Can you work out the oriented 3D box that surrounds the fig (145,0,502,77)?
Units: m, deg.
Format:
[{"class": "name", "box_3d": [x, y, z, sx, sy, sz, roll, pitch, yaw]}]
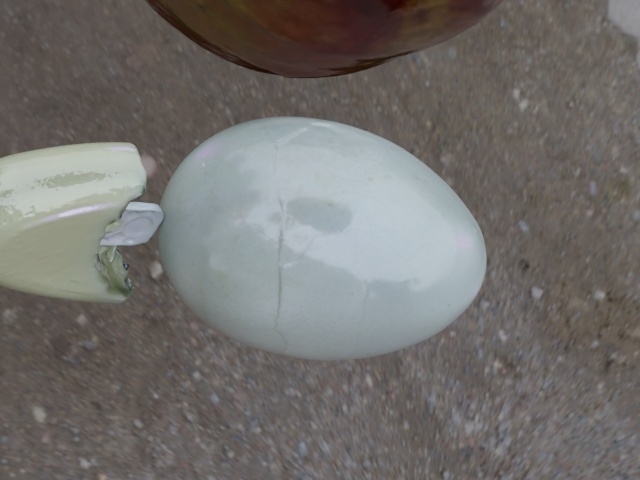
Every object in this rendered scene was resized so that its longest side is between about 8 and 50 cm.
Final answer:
[{"class": "fig", "box_3d": [-0.006, -0.161, 0.446, 0.205, 0.205, 0.205, -1, 74, 4]}]

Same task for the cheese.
[{"class": "cheese", "box_3d": [-0.192, -0.011, 0.721, 0.235, 0.127, 0.049, 2, 54, -34]}]

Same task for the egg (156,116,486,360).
[{"class": "egg", "box_3d": [0.000, 0.000, 0.799, 0.209, 0.151, 0.151, 9, 75, 12]}]
